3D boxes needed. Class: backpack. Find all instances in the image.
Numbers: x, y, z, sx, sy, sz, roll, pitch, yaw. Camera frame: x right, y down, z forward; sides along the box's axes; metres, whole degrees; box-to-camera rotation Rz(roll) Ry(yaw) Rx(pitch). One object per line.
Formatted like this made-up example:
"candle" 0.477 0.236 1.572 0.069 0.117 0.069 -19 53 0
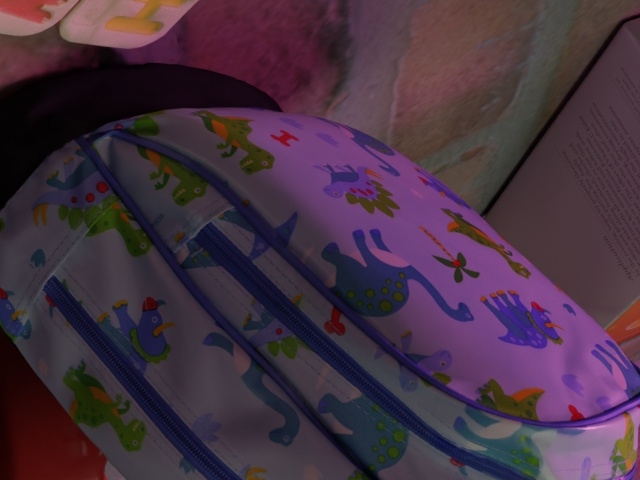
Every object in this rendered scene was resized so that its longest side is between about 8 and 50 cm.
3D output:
"backpack" 0.001 0.066 0.746 0.273 0.355 0.290 -37 160 23

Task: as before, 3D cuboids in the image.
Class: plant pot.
"plant pot" -0.193 0.125 0.905 0.174 0.191 0.191 -10 155 -34

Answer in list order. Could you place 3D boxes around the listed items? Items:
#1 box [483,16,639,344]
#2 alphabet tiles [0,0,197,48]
"box" 0.315 -0.057 1.187 0.215 0.168 0.345 -21 162 -21
"alphabet tiles" -0.035 -0.174 0.568 0.284 0.021 0.278 -39 160 29
